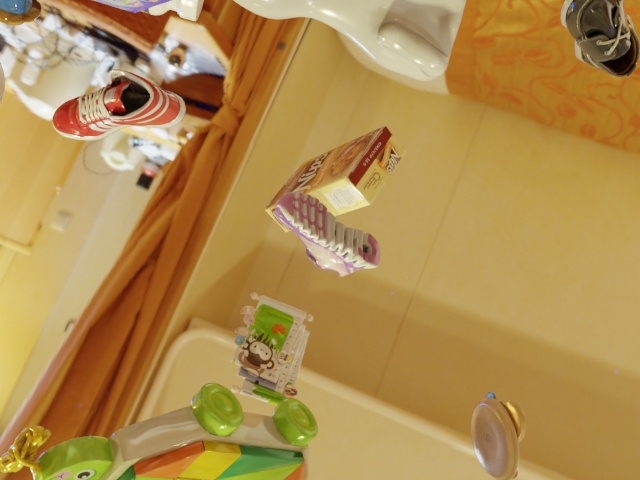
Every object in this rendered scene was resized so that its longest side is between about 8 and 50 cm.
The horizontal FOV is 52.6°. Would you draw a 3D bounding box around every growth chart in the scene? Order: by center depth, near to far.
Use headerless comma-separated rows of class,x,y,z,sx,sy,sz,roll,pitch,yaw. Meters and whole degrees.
growth chart,-0.109,0.239,1.415,0.172,0.237,0.021,14,157,-5

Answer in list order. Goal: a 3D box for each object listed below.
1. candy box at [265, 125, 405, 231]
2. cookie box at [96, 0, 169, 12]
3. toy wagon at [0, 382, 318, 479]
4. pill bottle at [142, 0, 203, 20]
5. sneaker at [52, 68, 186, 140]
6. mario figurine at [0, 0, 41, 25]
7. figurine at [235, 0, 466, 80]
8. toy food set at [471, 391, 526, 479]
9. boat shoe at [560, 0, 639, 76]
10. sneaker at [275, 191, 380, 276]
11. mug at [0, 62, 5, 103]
candy box,0.028,-0.135,1.494,0.087,0.183,0.316,49,145,-20
cookie box,-0.204,-0.291,0.713,0.107,0.040,0.092,-1,-177,33
toy wagon,-0.170,0.264,0.705,0.344,0.267,0.068,25,-154,-45
pill bottle,-0.343,-0.509,1.196,0.265,0.153,0.153,16,172,-10
sneaker,-0.179,-0.111,0.535,0.118,0.042,0.067,-6,178,9
mario figurine,-0.428,-0.485,0.926,0.198,0.320,0.170,-8,-129,-49
figurine,0.016,-0.236,0.622,0.209,0.092,0.215,13,-151,-6
toy food set,0.173,0.193,0.636,0.020,0.083,0.082,-4,-179,-17
boat shoe,0.379,-0.282,0.856,0.079,0.084,0.233,54,-162,25
sneaker,0.000,0.000,1.243,0.236,0.095,0.104,33,134,-25
mug,-0.726,-0.241,1.091,0.374,0.328,0.276,-16,153,-7
